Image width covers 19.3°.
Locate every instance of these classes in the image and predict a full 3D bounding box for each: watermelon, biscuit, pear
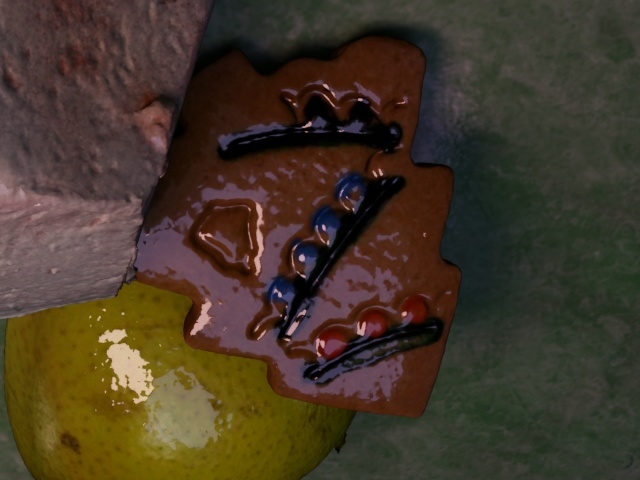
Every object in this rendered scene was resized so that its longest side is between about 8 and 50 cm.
[{"bbox_3d":[-0.183,-0.079,1.167,0.228,0.258,0.387,23,104,-15],"label":"watermelon"},{"bbox_3d":[0.000,0.000,1.350,0.278,0.043,0.301,-37,103,-6],"label":"biscuit"},{"bbox_3d":[-0.106,0.086,1.415,0.288,0.139,0.239,-18,119,-4],"label":"pear"}]
